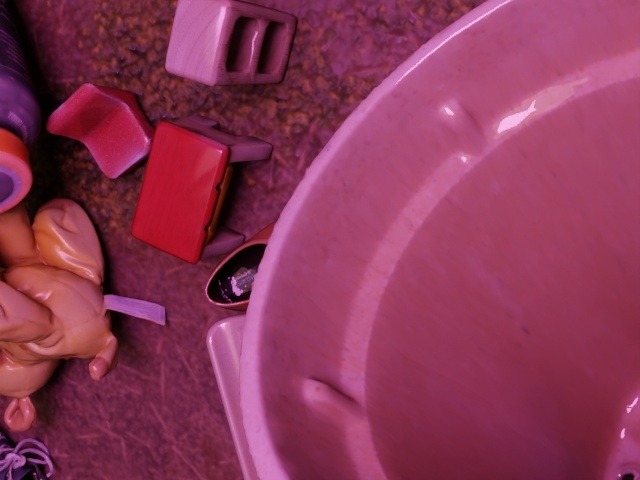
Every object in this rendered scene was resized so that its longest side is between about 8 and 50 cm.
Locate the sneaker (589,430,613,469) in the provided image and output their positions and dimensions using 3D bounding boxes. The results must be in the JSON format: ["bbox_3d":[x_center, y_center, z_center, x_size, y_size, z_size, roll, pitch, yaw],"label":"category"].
[{"bbox_3d":[0.138,0.125,0.636,0.129,0.111,0.297,-21,102,-4],"label":"sneaker"}]

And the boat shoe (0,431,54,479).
[{"bbox_3d":[-0.305,0.242,0.843,0.079,0.095,0.254,-34,87,26],"label":"boat shoe"}]

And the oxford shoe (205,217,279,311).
[{"bbox_3d":[0.000,0.000,0.681,0.212,0.076,0.076,-34,84,18],"label":"oxford shoe"}]

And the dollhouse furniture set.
[{"bbox_3d":[-0.129,-0.184,0.659,0.201,0.152,0.374,24,108,17],"label":"dollhouse furniture set"}]

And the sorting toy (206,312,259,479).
[{"bbox_3d":[0.014,0.144,0.722,0.208,0.038,0.193,-13,94,24],"label":"sorting toy"}]

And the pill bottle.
[{"bbox_3d":[-0.305,-0.137,0.711,0.130,0.130,0.246,-38,61,24],"label":"pill bottle"}]

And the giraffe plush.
[{"bbox_3d":[-0.273,0.072,0.783,0.210,0.181,0.170,33,127,-23],"label":"giraffe plush"}]

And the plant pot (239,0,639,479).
[{"bbox_3d":[0.184,0.071,0.440,0.333,0.334,0.305,-28,128,25],"label":"plant pot"}]
